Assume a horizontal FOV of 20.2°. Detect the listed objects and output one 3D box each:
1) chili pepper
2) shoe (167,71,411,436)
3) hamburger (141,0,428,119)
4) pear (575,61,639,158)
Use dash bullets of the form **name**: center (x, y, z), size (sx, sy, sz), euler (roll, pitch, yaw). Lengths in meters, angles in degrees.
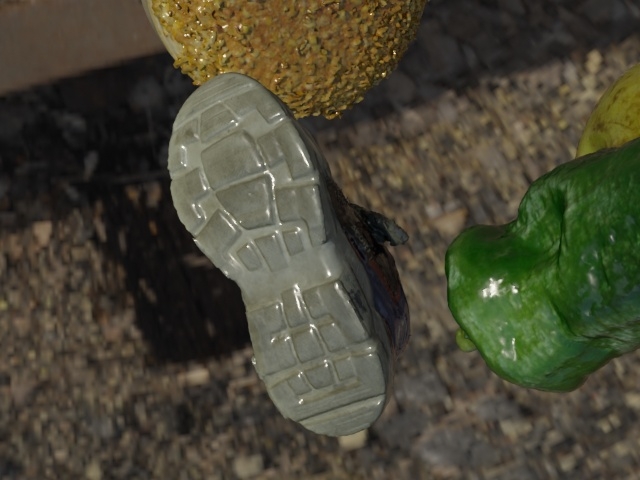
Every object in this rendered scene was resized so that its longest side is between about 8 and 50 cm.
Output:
- **chili pepper**: center (0.158, -0.004, 0.872), size (0.099, 0.136, 0.270), euler (41, 131, -21)
- **shoe**: center (0.000, 0.000, 1.090), size (0.099, 0.125, 0.227), euler (-23, 88, 33)
- **hamburger**: center (-0.032, -0.257, 1.639), size (0.276, 0.179, 0.294), euler (8, 95, -21)
- **pear**: center (0.393, -0.061, 1.807), size (0.283, 0.283, 0.283), euler (-4, 119, -8)
